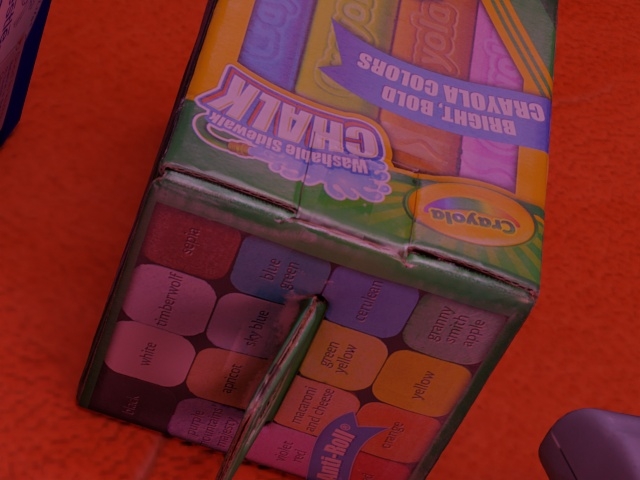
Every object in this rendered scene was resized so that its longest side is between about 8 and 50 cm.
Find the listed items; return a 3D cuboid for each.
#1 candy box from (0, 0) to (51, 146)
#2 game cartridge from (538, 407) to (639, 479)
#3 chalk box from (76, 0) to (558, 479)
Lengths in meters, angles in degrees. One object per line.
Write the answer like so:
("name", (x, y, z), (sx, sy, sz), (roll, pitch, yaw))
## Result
("candy box", (-0.237, -0.172, 0.496), (0.317, 0.268, 0.122), (25, 41, -1))
("game cartridge", (0.204, 0.177, 0.474), (0.198, 0.062, 0.297), (9, 36, -28))
("chalk box", (0.000, 0.000, 0.543), (0.132, 0.132, 0.213), (19, 46, -7))
